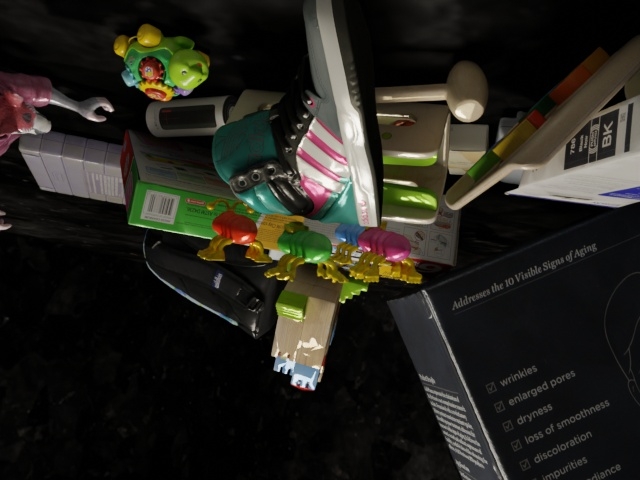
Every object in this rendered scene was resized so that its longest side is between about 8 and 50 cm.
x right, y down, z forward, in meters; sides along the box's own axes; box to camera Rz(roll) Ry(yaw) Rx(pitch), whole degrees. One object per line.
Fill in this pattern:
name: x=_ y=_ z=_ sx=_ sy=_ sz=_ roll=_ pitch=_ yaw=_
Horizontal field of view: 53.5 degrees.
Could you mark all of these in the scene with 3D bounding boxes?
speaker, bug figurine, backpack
speaker: x=-0.182 y=-0.177 z=0.911 sx=0.136 sy=0.055 sz=0.055 roll=3 pitch=170 yaw=25
bug figurine: x=0.000 y=0.000 z=0.802 sx=0.279 sy=0.072 sz=0.216 roll=3 pitch=-171 yaw=-34
backpack: x=-0.236 y=0.020 z=1.459 sx=0.356 sy=0.290 sz=0.273 roll=16 pitch=-169 yaw=10

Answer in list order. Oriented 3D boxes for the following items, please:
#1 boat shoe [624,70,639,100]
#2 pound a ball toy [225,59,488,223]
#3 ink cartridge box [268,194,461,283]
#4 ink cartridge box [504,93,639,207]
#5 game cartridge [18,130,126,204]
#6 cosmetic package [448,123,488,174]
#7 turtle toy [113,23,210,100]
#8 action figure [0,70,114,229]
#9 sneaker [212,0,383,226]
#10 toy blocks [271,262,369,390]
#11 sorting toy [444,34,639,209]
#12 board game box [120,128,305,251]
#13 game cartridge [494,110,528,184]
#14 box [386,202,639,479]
boat shoe: x=0.409 y=-0.158 z=0.584 sx=0.228 sy=0.079 sz=0.081 roll=-1 pitch=-177 yaw=44
pound a ball toy: x=0.046 y=-0.147 z=0.801 sx=0.319 sy=0.135 sz=0.208 roll=7 pitch=140 yaw=16
ink cartridge box: x=0.067 y=-0.012 z=1.180 sx=0.310 sy=0.130 sz=0.272 roll=10 pitch=166 yaw=-5
ink cartridge box: x=0.338 y=-0.087 z=0.669 sx=0.166 sy=0.065 sz=0.333 roll=6 pitch=176 yaw=-8
game cartridge: x=-0.473 y=-0.144 z=1.309 sx=0.230 sy=0.068 sz=0.355 roll=6 pitch=171 yaw=-18
cosmetic package: x=0.216 y=-0.131 z=0.932 sx=0.060 sy=0.041 sz=0.115 roll=4 pitch=170 yaw=17
turtle toy: x=-0.178 y=-0.200 z=0.736 sx=0.130 sy=0.066 sz=0.095 roll=-2 pitch=167 yaw=42
action figure: x=-0.489 y=-0.180 z=0.887 sx=0.370 sy=0.248 sz=0.276 roll=-3 pitch=139 yaw=50
sneaker: x=-0.032 y=-0.124 z=0.662 sx=0.179 sy=0.123 sz=0.295 roll=-1 pitch=140 yaw=11
toy blocks: x=-0.019 y=0.163 z=1.296 sx=0.191 sy=0.260 sz=0.381 roll=14 pitch=-157 yaw=5
sorting toy: x=0.226 y=-0.121 z=0.671 sx=0.038 sy=0.193 sz=0.208 roll=47 pitch=169 yaw=-1
board game box: x=-0.186 y=-0.087 z=1.009 sx=0.242 sy=0.064 sz=0.316 roll=11 pitch=-163 yaw=-23
game cartridge: x=0.393 y=-0.116 z=0.876 sx=0.297 sy=0.062 sz=0.198 roll=5 pitch=166 yaw=13
box: x=0.436 y=0.218 z=1.061 sx=0.480 sy=0.471 sz=0.297 roll=-21 pitch=175 yaw=-8
